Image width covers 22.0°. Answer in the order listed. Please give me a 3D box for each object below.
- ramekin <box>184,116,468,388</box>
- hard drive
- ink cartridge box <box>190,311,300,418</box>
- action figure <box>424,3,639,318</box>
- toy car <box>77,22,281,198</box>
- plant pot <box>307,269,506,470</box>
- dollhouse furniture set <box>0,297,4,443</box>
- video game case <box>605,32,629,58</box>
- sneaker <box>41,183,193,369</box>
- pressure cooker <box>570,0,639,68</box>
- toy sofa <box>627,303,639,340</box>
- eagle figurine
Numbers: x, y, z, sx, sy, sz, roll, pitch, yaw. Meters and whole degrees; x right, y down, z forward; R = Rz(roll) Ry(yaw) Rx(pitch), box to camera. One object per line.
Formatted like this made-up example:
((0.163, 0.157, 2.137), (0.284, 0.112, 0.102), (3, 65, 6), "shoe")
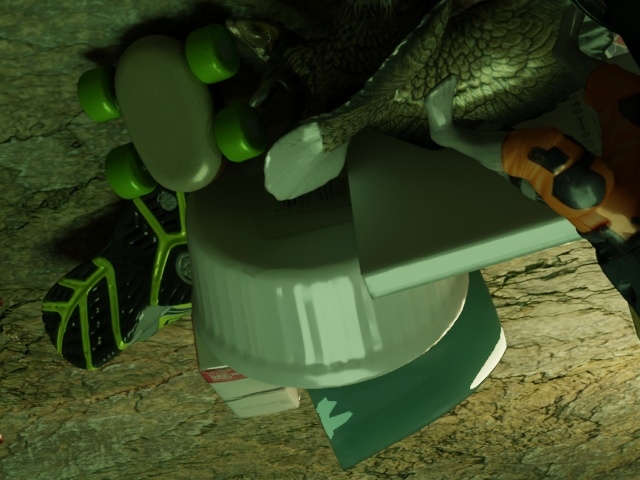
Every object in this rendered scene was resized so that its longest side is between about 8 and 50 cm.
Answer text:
((0.000, 0.000, 1.592), (0.277, 0.277, 0.135), (-9, 130, 3), "ramekin")
((0.178, -0.065, 1.450), (0.307, 0.203, 0.040), (-17, 129, 9), "hard drive")
((-0.097, 0.118, 2.077), (0.092, 0.158, 0.218), (-13, 157, 8), "ink cartridge box")
((0.270, -0.034, 1.271), (0.341, 0.330, 0.178), (-28, 164, -50), "action figure")
((-0.107, -0.132, 1.570), (0.155, 0.149, 0.188), (-16, -175, 29), "toy car")
((0.079, 0.092, 1.932), (0.235, 0.293, 0.293), (-22, 157, 0), "plant pot")
((-0.491, 0.090, 1.842), (0.152, 0.201, 0.374), (-11, 152, 7), "dollhouse furniture set")
((0.338, -0.172, 1.539), (0.201, 0.023, 0.183), (14, 164, 38), "video game case")
((-0.165, 0.009, 1.876), (0.385, 0.145, 0.147), (-31, -179, 37), "sneaker")
((0.373, -0.230, 1.095), (0.370, 0.375, 0.420), (49, 138, -11), "pressure cooker")
((0.468, -0.018, 1.952), (0.177, 0.150, 0.362), (-12, 158, -3), "toy sofa")
((0.066, -0.159, 1.391), (0.298, 0.226, 0.225), (8, 137, 41), "eagle figurine")
